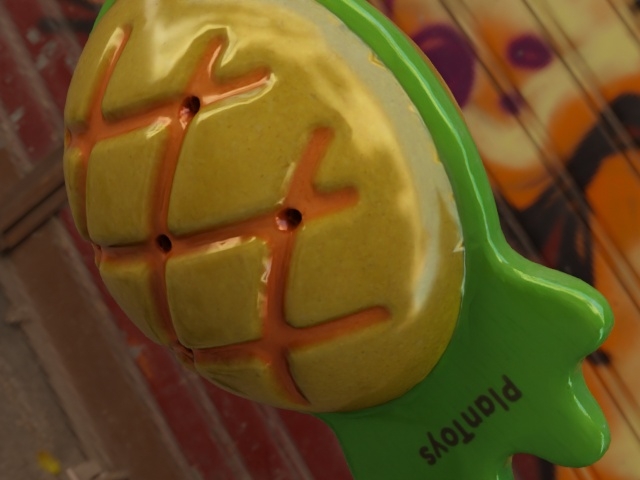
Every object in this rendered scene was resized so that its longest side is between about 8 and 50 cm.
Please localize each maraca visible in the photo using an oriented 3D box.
[{"bbox_3d":[0.000,0.000,0.360,0.186,0.127,0.099,48,44,10],"label":"maraca"}]
